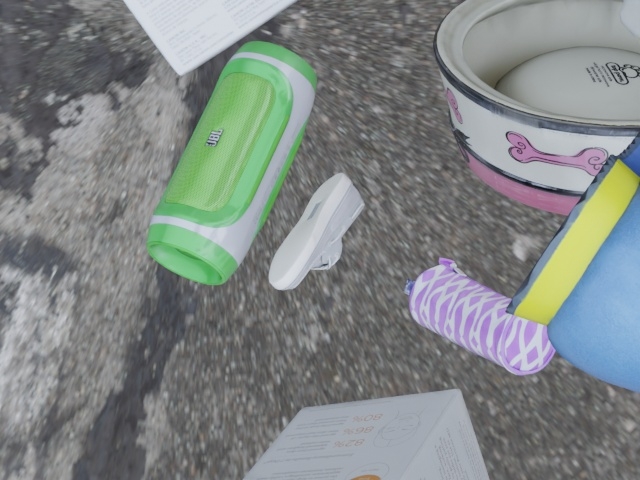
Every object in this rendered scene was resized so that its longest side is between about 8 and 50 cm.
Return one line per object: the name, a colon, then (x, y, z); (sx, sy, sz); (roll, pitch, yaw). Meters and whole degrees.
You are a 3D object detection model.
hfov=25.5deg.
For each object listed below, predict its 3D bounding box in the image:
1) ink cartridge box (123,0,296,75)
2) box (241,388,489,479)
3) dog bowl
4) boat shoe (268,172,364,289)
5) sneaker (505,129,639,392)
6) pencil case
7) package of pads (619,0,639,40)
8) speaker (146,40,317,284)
ink cartridge box: (-0.103, -0.280, 1.158); (0.189, 0.066, 0.232); (-32, 107, 9)
box: (0.023, 0.182, 0.939); (0.130, 0.170, 0.091); (-10, 108, 29)
dog bowl: (0.340, -0.177, 1.731); (0.408, 0.408, 0.150); (-4, 124, -4)
boat shoe: (0.000, 0.000, 1.686); (0.066, 0.184, 0.063); (-27, 116, 42)
sneaker: (0.127, 0.001, 0.470); (0.082, 0.209, 0.069); (32, 116, 10)
pencil case: (0.185, 0.085, 1.614); (0.086, 0.206, 0.088); (23, 93, -34)
package of pads: (0.371, -0.232, 1.184); (0.101, 0.296, 0.229); (11, 113, -15)
speaker: (-0.108, -0.098, 1.768); (0.131, 0.131, 0.297); (26, 70, -8)
